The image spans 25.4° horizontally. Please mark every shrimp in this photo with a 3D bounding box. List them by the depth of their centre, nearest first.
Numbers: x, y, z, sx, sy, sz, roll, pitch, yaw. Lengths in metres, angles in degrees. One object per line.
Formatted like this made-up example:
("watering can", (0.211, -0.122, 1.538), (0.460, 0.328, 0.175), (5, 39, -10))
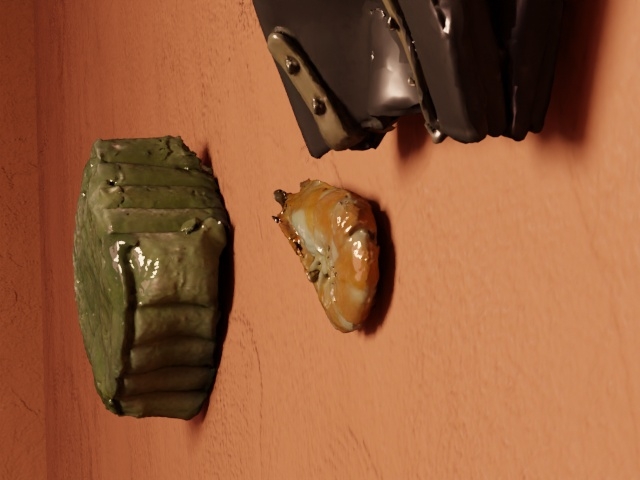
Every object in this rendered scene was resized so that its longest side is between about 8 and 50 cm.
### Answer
("shrimp", (0.000, 0.000, 0.918), (0.184, 0.043, 0.091), (-129, 40, -65))

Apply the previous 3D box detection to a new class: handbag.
("handbag", (0.024, -0.184, 0.711), (0.342, 0.152, 0.288), (-179, 79, -74))

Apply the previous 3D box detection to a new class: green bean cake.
("green bean cake", (-0.162, 0.034, 1.342), (0.227, 0.125, 0.222), (-113, 29, -47))
